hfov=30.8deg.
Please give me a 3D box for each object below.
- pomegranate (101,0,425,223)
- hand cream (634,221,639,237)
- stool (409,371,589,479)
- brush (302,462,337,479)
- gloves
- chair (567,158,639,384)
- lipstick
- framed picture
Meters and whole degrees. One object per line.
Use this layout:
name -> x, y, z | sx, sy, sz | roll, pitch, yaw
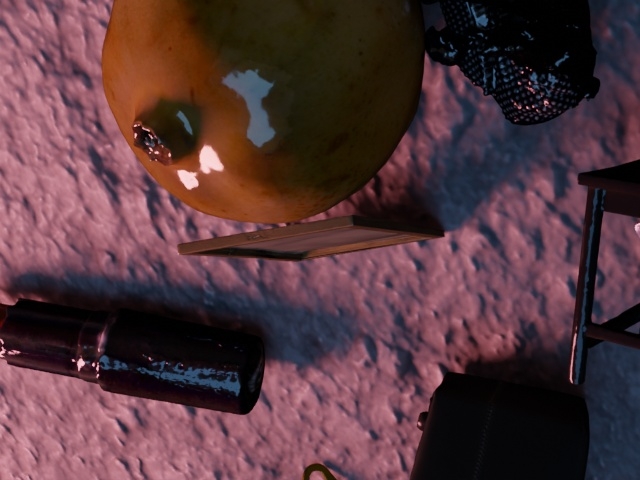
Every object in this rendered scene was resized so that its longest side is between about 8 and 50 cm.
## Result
pomegranate -> -0.034, -0.125, 0.792 | 0.233, 0.233, 0.233 | 8, 124, 13
hand cream -> 0.362, -0.025, 0.827 | 0.271, 0.058, 0.091 | -28, 98, 35
stool -> 0.137, 0.223, 0.963 | 0.141, 0.232, 0.232 | 13, 125, 12
brush -> 0.055, 0.295, 1.130 | 0.205, 0.083, 0.011 | 47, 158, -3
gloves -> 0.117, -0.171, 0.751 | 0.106, 0.129, 0.180 | -8, 142, 15
chair -> 0.264, -0.027, 0.774 | 0.141, 0.154, 0.260 | 13, 107, 35
lipstick -> -0.197, 0.099, 1.068 | 0.300, 0.081, 0.081 | 10, 124, 11
framed picture -> 0.000, 0.000, 0.886 | 0.136, 0.201, 0.010 | -10, 84, 23
